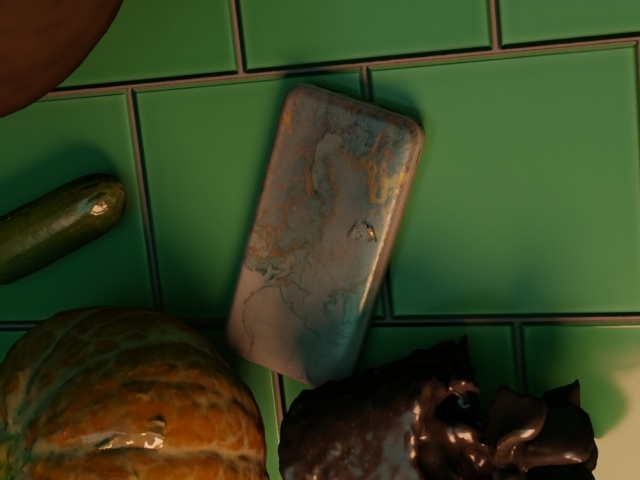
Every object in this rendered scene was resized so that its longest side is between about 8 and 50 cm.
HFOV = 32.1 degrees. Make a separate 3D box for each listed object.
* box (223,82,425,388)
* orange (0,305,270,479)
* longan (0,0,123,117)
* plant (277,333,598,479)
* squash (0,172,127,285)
[{"bbox_3d":[0.000,0.000,1.074,0.142,0.044,0.285,21,108,18],"label":"box"},{"bbox_3d":[-0.198,0.223,1.063,0.329,0.249,0.329,-24,54,39],"label":"orange"},{"bbox_3d":[-0.334,-0.268,0.961,0.404,0.404,0.336,-24,121,22],"label":"longan"},{"bbox_3d":[0.112,0.191,0.994,0.276,0.199,0.188,-11,93,19],"label":"plant"},{"bbox_3d":[-0.300,-0.005,1.164,0.239,0.069,0.069,-24,93,22],"label":"squash"}]
